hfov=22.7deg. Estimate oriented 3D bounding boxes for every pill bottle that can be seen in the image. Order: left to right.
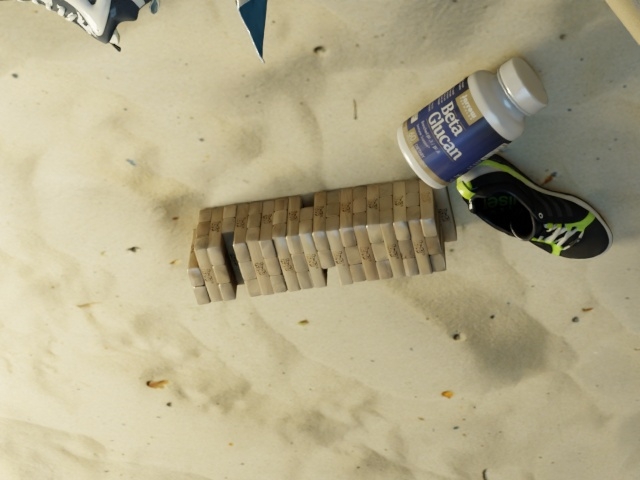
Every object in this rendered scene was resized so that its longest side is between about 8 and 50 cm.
[{"bbox_3d":[0.182,-0.143,1.892,0.169,0.094,0.094,-35,118,25],"label":"pill bottle"}]

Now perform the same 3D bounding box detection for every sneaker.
[{"bbox_3d":[-0.290,-0.272,1.819,0.235,0.094,0.153,-20,115,5],"label":"sneaker"},{"bbox_3d":[0.260,-0.020,1.975,0.234,0.097,0.084,26,124,-18],"label":"sneaker"}]

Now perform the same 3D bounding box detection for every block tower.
[{"bbox_3d":[0.000,0.000,2.009,0.335,0.097,0.091,-9,126,8],"label":"block tower"}]

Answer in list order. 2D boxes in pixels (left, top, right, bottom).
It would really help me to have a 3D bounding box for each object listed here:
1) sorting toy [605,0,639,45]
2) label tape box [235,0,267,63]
[{"bbox_3d":[0.371,-0.350,1.692,0.229,0.041,0.307,-36,97,27],"label":"sorting toy"},{"bbox_3d":[-0.050,-0.394,1.620,0.115,0.249,0.348,-9,126,10],"label":"label tape box"}]
